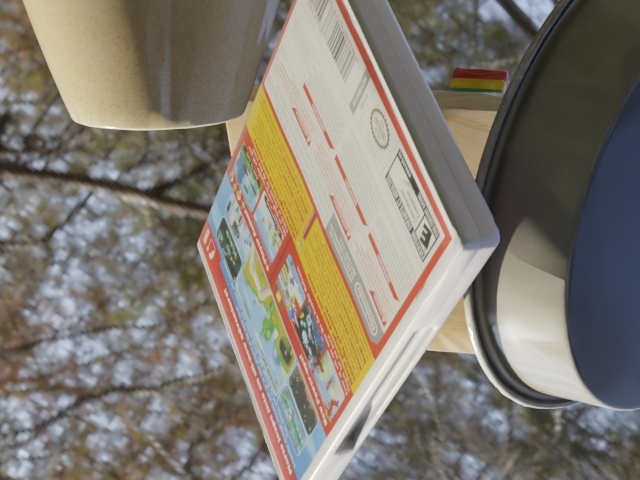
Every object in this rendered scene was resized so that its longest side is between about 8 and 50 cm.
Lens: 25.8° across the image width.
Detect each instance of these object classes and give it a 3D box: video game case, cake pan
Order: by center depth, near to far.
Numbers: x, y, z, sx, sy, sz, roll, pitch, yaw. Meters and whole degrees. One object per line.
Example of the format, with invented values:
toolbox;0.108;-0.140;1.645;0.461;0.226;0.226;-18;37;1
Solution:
cake pan;0.193;-0.031;0.782;0.054;0.293;0.293;25;-100;39
video game case;0.000;0.000;0.792;0.204;0.025;0.285;68;-30;29

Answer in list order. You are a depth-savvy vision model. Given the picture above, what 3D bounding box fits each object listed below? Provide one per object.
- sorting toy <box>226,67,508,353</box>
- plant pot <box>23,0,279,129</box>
sorting toy;0.069;-0.032;1.173;0.257;0.255;0.089;3;-140;13
plant pot;-0.122;-0.223;0.988;0.256;0.256;0.274;18;-67;52
